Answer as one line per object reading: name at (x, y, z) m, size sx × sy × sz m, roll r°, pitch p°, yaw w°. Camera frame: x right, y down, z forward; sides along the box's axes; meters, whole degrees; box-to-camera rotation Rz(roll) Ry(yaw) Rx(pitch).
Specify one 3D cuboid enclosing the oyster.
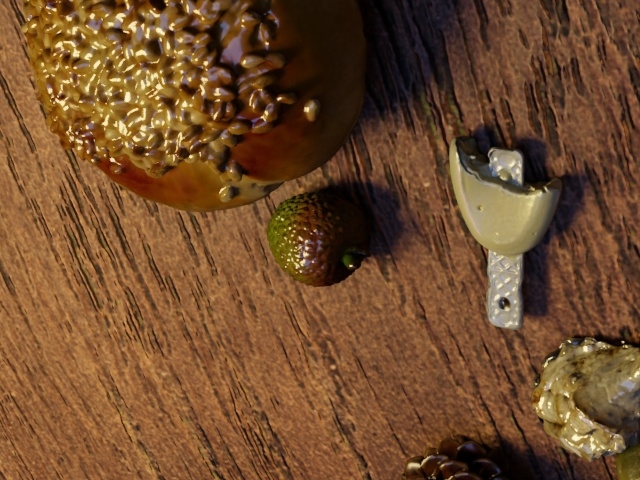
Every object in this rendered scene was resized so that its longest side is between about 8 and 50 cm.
oyster at (0.310, 0.168, 1.565) m, size 0.191 × 0.081 × 0.163 m, roll -51°, pitch 48°, yaw 23°

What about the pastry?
pastry at (-0.145, -0.208, 1.504) m, size 0.409 × 0.245 × 0.410 m, roll 13°, pitch 122°, yaw 22°

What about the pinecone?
pinecone at (0.167, 0.357, 1.692) m, size 0.185 × 0.212 × 0.169 m, roll 36°, pitch 128°, yaw -9°

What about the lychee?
lychee at (0.000, 0.000, 1.633) m, size 0.146 × 0.114 × 0.114 m, roll 23°, pitch 127°, yaw 37°

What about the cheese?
cheese at (0.207, -0.004, 1.566) m, size 0.127 × 0.050 × 0.235 m, roll 10°, pitch 120°, yaw 21°

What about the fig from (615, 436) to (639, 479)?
fig at (0.407, 0.235, 1.584) m, size 0.126 × 0.185 × 0.133 m, roll 16°, pitch 150°, yaw -28°
